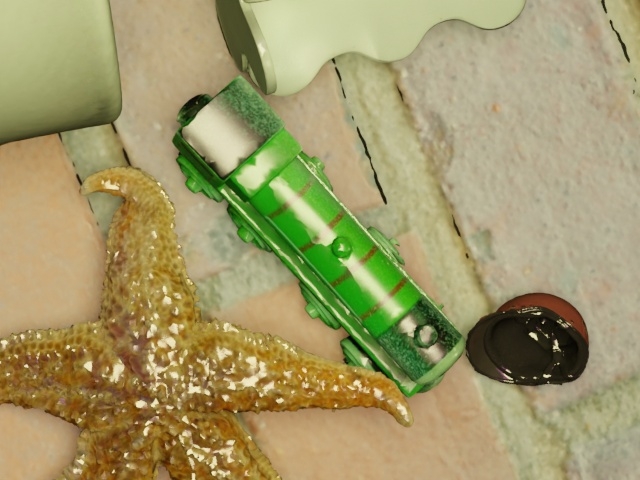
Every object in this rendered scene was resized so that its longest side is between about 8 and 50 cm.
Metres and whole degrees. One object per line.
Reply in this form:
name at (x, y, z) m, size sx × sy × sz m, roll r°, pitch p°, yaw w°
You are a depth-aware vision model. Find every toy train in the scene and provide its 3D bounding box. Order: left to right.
toy train at (0.000, 0.000, 1.088) m, size 0.085 × 0.119 × 0.251 m, roll -43°, pitch 93°, yaw -8°

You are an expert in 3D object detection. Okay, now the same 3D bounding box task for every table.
table at (0.031, -0.192, 1.075) m, size 0.198 × 0.166 × 0.166 m, roll -19°, pitch 91°, yaw -8°

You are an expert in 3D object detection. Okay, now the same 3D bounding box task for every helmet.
helmet at (0.143, 0.062, 1.140) m, size 0.084 × 0.049 × 0.065 m, roll 3°, pitch 125°, yaw 16°

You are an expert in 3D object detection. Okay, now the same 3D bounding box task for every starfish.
starfish at (-0.101, 0.116, 1.074) m, size 0.302 × 0.060 × 0.299 m, roll 19°, pitch 91°, yaw 4°

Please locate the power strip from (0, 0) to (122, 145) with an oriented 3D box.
power strip at (-0.218, -0.207, 0.961) m, size 0.161 × 0.357 × 0.357 m, roll -11°, pitch 90°, yaw -8°
